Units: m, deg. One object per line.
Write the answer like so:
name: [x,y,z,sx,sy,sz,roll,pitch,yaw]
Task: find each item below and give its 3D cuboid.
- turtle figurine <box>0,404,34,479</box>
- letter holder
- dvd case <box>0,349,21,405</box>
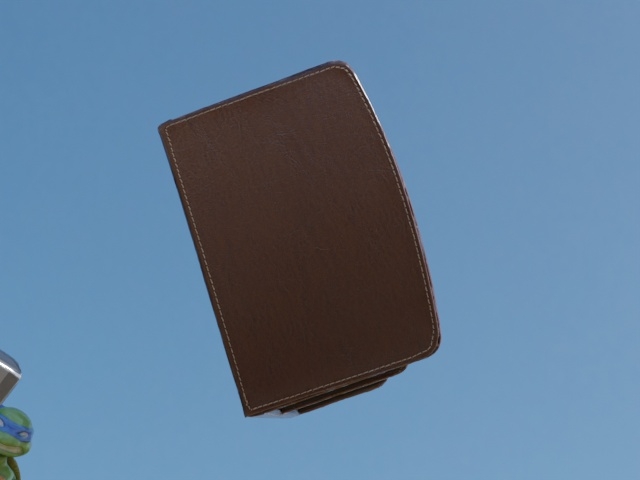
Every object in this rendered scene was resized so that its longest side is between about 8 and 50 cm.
turtle figurine: [-0.338,0.296,1.709,0.198,0.274,0.266,17,-68,-49]
letter holder: [0.000,0.000,1.842,0.214,0.302,0.152,-20,-10,11]
dvd case: [-0.317,0.082,1.056,0.238,0.029,0.179,35,-82,-26]
